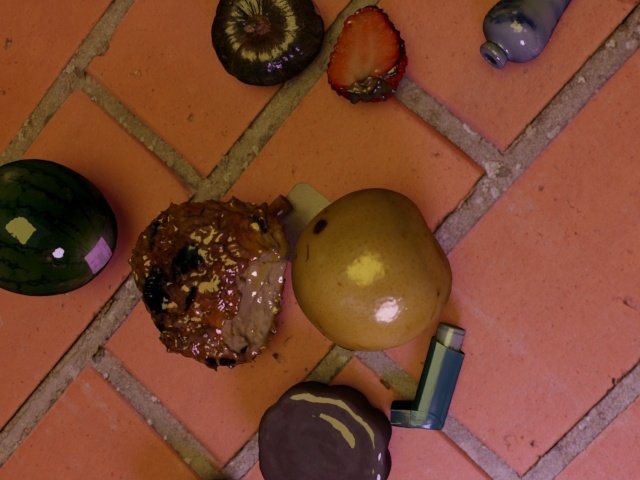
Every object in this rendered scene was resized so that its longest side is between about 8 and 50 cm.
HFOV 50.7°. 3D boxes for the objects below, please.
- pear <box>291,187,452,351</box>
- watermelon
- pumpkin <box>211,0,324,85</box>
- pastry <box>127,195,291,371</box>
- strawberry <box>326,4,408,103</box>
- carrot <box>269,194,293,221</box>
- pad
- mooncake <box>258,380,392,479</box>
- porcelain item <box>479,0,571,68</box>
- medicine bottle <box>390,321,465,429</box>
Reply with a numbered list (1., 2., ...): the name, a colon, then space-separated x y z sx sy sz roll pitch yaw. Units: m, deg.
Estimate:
1. pear: 0.105 0.067 1.404 0.348 0.348 0.348 0 90 15
2. watermelon: -0.673 -0.030 1.610 0.363 0.363 0.363 0 90 15
3. pumpkin: -0.129 -0.478 1.539 0.260 0.189 0.260 1 92 16
4. pastry: -0.257 0.083 1.525 0.337 0.292 0.405 23 114 25
5. strawberry: 0.118 -0.408 1.529 0.190 0.111 0.236 -8 65 25
6. carrot: -0.125 -0.045 1.614 0.048 0.048 0.139 46 104 10
7. pad: 0.000 0.000 1.605 0.266 0.002 0.176 40 100 11
8. mooncake: 0.013 0.462 1.528 0.306 0.154 0.306 0 89 15
9. porcelain item: 0.446 -0.477 1.424 0.141 0.141 0.259 44 91 10
10. medicine bottle: 0.244 0.308 1.505 0.124 0.079 0.258 19 95 14
